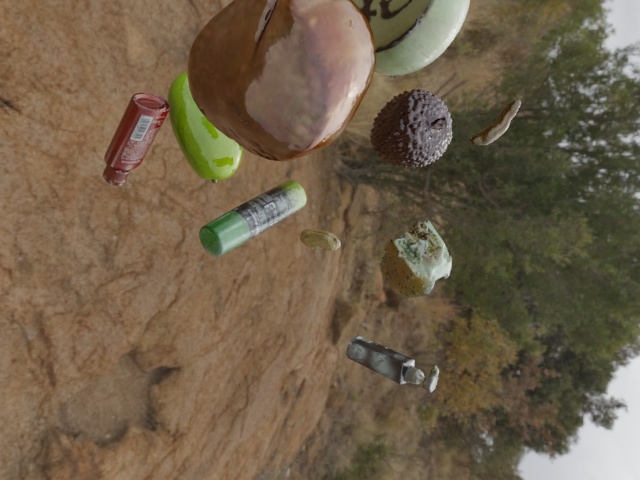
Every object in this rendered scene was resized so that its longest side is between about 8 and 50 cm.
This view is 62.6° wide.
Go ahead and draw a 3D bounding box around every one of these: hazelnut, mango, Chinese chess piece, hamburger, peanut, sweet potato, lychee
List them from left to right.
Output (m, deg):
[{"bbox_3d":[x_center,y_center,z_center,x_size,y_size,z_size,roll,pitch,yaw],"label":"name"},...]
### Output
[{"bbox_3d":[-0.362,-0.353,1.644,0.343,0.192,0.156,67,-12,-19],"label":"mango"},{"bbox_3d":[-0.066,-0.323,1.022,0.372,0.373,0.315,-49,131,-60],"label":"hazelnut"},{"bbox_3d":[0.000,0.000,2.005,0.080,0.175,0.080,-28,124,-53],"label":"peanut"},{"bbox_3d":[0.212,-0.610,1.372,0.146,0.349,0.349,19,74,-44],"label":"Chinese chess piece"},{"bbox_3d":[0.352,-0.425,2.034,0.306,0.330,0.305,0,91,-36],"label":"lychee"},{"bbox_3d":[0.284,0.072,1.546,0.192,0.168,0.288,58,-14,22],"label":"hamburger"},{"bbox_3d":[0.523,-0.338,1.548,0.182,0.054,0.053,-44,144,8],"label":"sweet potato"}]

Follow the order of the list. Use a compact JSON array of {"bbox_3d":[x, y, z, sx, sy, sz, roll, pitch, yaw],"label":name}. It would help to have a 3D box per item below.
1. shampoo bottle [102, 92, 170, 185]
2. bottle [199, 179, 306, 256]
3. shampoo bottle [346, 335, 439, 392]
[{"bbox_3d":[-0.547,-0.289,1.532,0.118,0.076,0.314,-21,159,-53],"label":"shampoo bottle"},{"bbox_3d":[-0.174,-0.065,1.412,0.330,0.093,0.093,-34,128,-43],"label":"bottle"},{"bbox_3d":[0.153,0.262,1.121,0.057,0.208,0.063,-10,112,-50],"label":"shampoo bottle"}]
